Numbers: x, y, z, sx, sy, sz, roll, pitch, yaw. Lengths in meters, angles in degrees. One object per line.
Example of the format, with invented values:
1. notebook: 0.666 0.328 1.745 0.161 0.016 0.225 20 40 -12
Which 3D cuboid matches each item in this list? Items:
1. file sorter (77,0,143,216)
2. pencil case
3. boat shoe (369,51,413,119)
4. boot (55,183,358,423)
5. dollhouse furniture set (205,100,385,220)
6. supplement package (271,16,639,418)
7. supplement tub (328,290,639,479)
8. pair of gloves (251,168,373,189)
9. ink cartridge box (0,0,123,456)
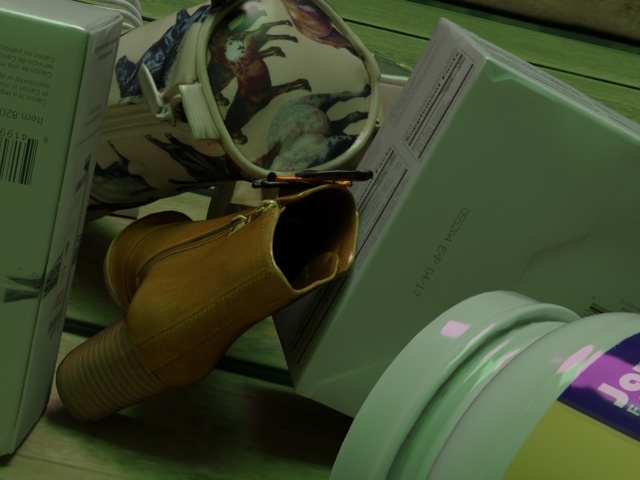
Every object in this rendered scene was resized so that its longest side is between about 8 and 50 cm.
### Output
1. file sorter: -0.272 -0.159 1.657 0.193 0.173 0.277 9 18 -12
2. pencil case: -0.147 -0.102 1.348 0.184 0.159 0.410 -4 -3 -40
3. boat shoe: 0.020 -0.203 2.139 0.305 0.109 0.091 15 15 -15
4. boot: -0.061 0.016 1.183 0.104 0.211 0.295 54 21 -14
5. dollhouse furniture set: 0.000 0.000 1.486 0.212 0.161 0.242 9 39 -13
6. supplement package: 0.121 0.011 1.171 0.204 0.261 0.145 26 14 -16
7. supplement tub: 0.186 0.177 0.791 0.331 0.241 0.241 26 21 35
8. pair of gloves: -0.006 -0.044 1.152 0.074 0.010 0.083 -1 -3 -16
9. ink cartridge box: -0.260 -0.027 1.053 0.207 0.283 0.117 14 13 1
